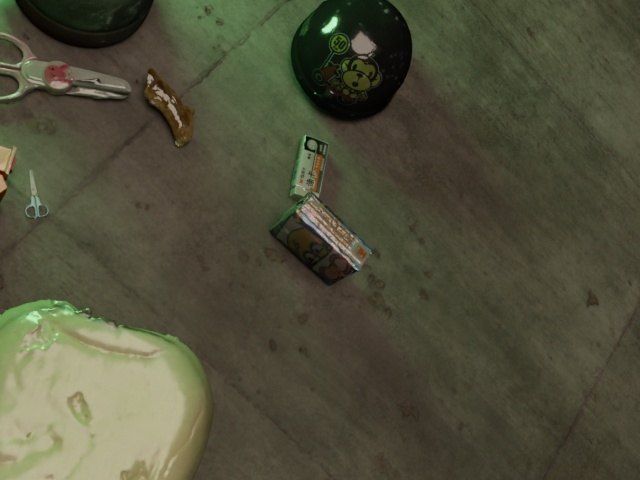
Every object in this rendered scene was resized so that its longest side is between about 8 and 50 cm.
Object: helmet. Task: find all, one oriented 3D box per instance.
[{"bbox_3d":[0.081,-0.375,1.444,0.231,0.160,0.278,34,66,-12],"label":"helmet"}]

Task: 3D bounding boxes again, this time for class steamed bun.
[{"bbox_3d":[-0.330,0.259,1.041,0.334,0.233,0.311,26,69,-8],"label":"steamed bun"}]

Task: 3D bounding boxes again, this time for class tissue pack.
[{"bbox_3d":[0.000,0.000,1.329,0.155,0.115,0.065,44,60,-8],"label":"tissue pack"}]

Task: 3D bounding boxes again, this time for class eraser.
[{"bbox_3d":[-0.020,-0.131,1.403,0.052,0.029,0.122,17,70,-20],"label":"eraser"}]

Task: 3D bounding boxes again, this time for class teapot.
[{"bbox_3d":[-0.384,-0.465,1.161,0.315,0.312,0.233,-17,82,-28],"label":"teapot"}]

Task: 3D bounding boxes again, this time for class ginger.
[{"bbox_3d":[-0.261,-0.230,1.310,0.137,0.044,0.057,55,32,-10],"label":"ginger"}]

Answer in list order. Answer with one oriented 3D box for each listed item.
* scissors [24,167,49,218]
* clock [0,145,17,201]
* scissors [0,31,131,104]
[{"bbox_3d":[-0.451,-0.074,1.197,0.036,0.006,0.083,-8,80,-25],"label":"scissors"},{"bbox_3d":[-0.587,-0.098,1.090,0.255,0.106,0.219,20,70,-24],"label":"clock"},{"bbox_3d":[-0.433,-0.267,1.242,0.242,0.030,0.118,5,74,-20],"label":"scissors"}]
